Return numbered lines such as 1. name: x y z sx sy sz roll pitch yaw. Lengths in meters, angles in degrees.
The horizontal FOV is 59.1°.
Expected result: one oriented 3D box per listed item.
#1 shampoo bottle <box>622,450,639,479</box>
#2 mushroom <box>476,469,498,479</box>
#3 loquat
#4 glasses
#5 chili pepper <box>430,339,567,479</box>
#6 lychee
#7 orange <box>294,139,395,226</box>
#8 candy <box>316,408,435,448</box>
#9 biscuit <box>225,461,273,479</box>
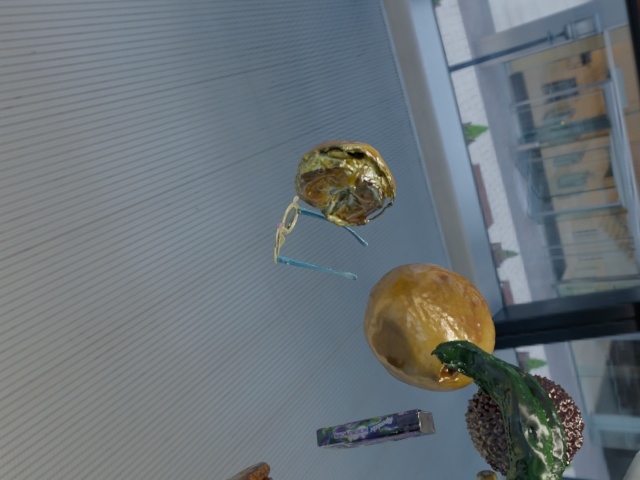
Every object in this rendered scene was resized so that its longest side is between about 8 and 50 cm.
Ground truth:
1. shampoo bottle: 0.378 0.356 0.650 0.221 0.108 0.051 -48 157 -21
2. mushroom: 0.175 0.452 0.907 0.306 0.068 0.043 -18 59 -32
3. loquat: 0.185 0.142 0.953 0.238 0.238 0.193 -18 128 -53
4. glasses: -0.010 0.019 1.353 0.220 0.088 0.189 29 43 -8
5. chili pepper: 0.234 0.240 0.691 0.065 0.122 0.279 36 34 -52
6. lychee: 0.338 0.302 0.923 0.188 0.188 0.188 14 72 -52
7. orange: 0.041 -0.101 0.905 0.112 0.160 0.170 -79 169 -45
8. candy: 0.136 0.486 1.441 0.088 0.312 0.061 31 47 -47
9. biscuit: -0.179 0.473 0.998 0.220 0.220 0.066 -13 69 -54
